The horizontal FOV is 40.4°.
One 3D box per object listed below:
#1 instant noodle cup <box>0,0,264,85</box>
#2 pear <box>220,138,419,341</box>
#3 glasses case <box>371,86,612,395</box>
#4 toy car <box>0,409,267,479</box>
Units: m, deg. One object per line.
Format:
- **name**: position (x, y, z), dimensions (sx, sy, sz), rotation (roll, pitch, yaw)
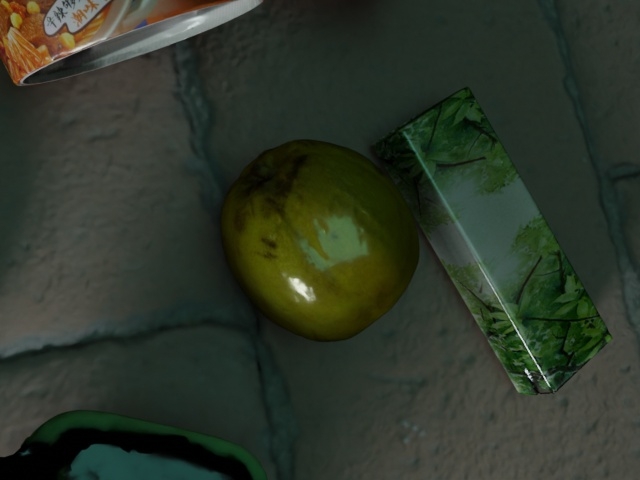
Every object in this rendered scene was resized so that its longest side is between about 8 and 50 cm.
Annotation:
- **instant noodle cup**: position (-0.157, -0.233, 0.614), dimensions (0.250, 0.250, 0.192), rotation (-25, 101, -22)
- **pear**: position (0.000, 0.000, 0.690), dimensions (0.149, 0.149, 0.162), rotation (-46, 105, -20)
- **glasses case**: position (0.157, 0.003, 0.797), dimensions (0.095, 0.062, 0.272), rotation (-34, 97, -27)
- **toy car**: position (-0.158, 0.303, 0.583), dimensions (0.213, 0.176, 0.359), rotation (15, 72, -17)
